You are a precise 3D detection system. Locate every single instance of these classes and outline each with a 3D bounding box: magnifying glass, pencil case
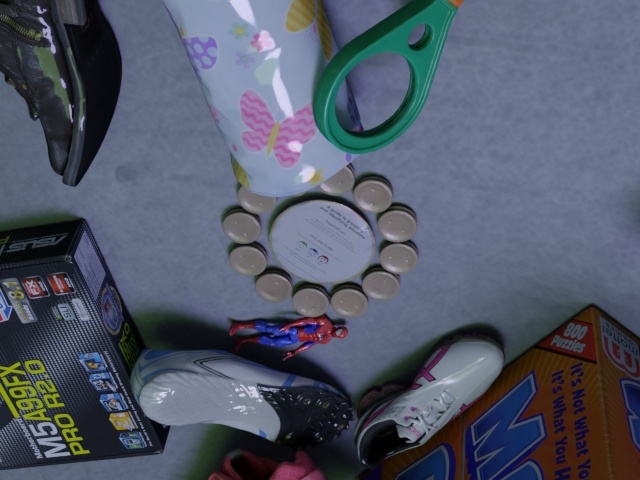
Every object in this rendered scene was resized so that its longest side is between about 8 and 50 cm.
[{"bbox_3d":[0.078,-0.165,0.959,0.092,0.026,0.231,28,105,-42],"label":"magnifying glass"},{"bbox_3d":[-0.059,-0.165,0.981,0.124,0.113,0.273,-9,126,21],"label":"pencil case"}]

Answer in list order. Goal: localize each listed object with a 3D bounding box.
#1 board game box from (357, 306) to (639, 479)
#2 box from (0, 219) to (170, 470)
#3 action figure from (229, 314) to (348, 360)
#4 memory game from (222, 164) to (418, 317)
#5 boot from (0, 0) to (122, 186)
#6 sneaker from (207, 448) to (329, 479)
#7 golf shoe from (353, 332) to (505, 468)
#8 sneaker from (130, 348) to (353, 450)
[{"bbox_3d":[0.264,0.363,1.194,0.356,0.356,0.356,35,123,-19],"label":"board game box"},{"bbox_3d":[-0.292,0.114,1.266,0.216,0.060,0.270,-8,126,13],"label":"box"},{"bbox_3d":[-0.030,0.093,1.235,0.115,0.030,0.038,-6,122,10],"label":"action figure"},{"bbox_3d":[0.000,0.000,1.166,0.186,0.012,0.186,4,128,5],"label":"memory game"},{"bbox_3d":[-0.287,-0.176,1.033,0.229,0.091,0.263,10,125,7],"label":"boot"},{"bbox_3d":[-0.078,0.282,1.328,0.314,0.116,0.136,-19,95,48],"label":"sneaker"},{"bbox_3d":[0.108,0.162,1.233,0.067,0.086,0.186,39,122,-19],"label":"golf shoe"},{"bbox_3d":[-0.074,0.149,1.254,0.237,0.086,0.085,14,117,-26],"label":"sneaker"}]
